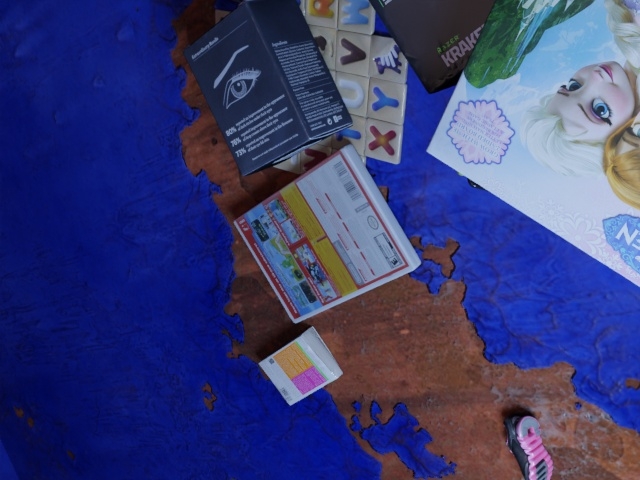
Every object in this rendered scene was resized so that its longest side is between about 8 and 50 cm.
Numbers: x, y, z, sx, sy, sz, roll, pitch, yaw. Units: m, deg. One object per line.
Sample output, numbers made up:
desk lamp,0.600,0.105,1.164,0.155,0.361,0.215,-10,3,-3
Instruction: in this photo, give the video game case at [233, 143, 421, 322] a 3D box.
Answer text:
video game case,0.000,0.000,1.152,0.285,0.025,0.204,-29,93,43

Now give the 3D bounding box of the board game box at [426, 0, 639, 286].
board game box,0.291,-0.134,0.650,0.318,0.066,0.318,35,129,19

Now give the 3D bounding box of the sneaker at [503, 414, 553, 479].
sneaker,0.292,0.301,1.058,0.057,0.047,0.119,1,109,58

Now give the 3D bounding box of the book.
book,-0.037,0.222,1.284,0.096,0.035,0.144,54,132,2

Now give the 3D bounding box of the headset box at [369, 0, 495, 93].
headset box,0.156,-0.347,0.789,0.246,0.131,0.283,-32,90,34

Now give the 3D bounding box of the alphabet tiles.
alphabet tiles,-0.025,-0.231,1.088,0.342,0.011,0.285,19,121,31

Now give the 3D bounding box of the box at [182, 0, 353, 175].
box,-0.076,-0.219,1.052,0.153,0.108,0.207,-21,95,42

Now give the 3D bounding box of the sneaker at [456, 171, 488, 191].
sneaker,0.273,-0.067,0.866,0.234,0.097,0.084,10,116,35
